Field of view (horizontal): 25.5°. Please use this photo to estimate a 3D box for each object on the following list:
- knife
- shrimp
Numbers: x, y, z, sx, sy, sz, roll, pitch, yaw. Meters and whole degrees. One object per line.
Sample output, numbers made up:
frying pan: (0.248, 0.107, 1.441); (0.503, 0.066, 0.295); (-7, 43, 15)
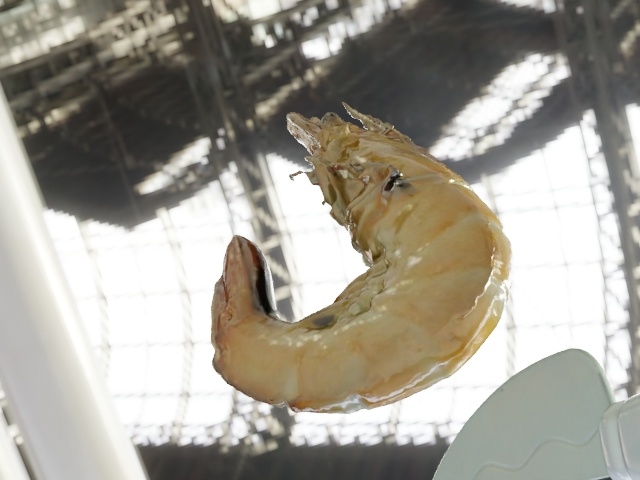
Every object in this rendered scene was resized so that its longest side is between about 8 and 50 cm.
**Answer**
knife: (0.131, 0.091, 0.685); (0.044, 0.080, 0.331); (-1, 169, -26)
shrimp: (0.004, 0.006, 0.454); (0.095, 0.045, 0.162); (-45, -148, 5)
